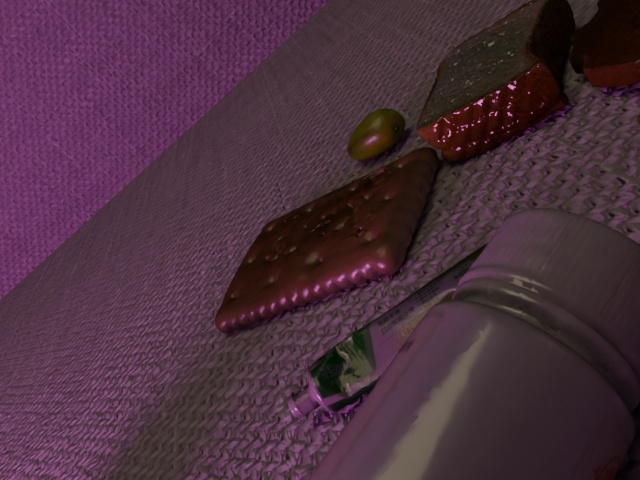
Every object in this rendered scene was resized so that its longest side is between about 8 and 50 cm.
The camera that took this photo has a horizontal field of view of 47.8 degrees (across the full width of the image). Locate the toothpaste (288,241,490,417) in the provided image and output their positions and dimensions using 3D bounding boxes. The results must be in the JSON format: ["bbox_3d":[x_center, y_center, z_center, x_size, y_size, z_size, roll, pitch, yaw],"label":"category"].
[{"bbox_3d":[0.073,0.085,0.646,0.248,0.047,0.078,-37,27,11],"label":"toothpaste"}]

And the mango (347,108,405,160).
[{"bbox_3d":[0.077,-0.151,1.048,0.073,0.056,0.108,-54,12,-33],"label":"mango"}]

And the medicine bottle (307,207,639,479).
[{"bbox_3d":[0.099,0.110,0.423,0.252,0.144,0.144,-53,24,-16],"label":"medicine bottle"}]

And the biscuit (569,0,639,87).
[{"bbox_3d":[0.346,-0.232,0.757,0.182,0.034,0.215,-37,21,13],"label":"biscuit"}]

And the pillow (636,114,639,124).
[{"bbox_3d":[0.324,-0.061,0.359,0.312,0.119,0.310,-23,26,29],"label":"pillow"}]

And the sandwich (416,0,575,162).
[{"bbox_3d":[0.216,-0.198,0.876,0.186,0.065,0.214,-24,29,41],"label":"sandwich"}]

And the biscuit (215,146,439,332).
[{"bbox_3d":[0.000,0.000,0.925,0.325,0.044,0.217,-23,28,41],"label":"biscuit"}]
